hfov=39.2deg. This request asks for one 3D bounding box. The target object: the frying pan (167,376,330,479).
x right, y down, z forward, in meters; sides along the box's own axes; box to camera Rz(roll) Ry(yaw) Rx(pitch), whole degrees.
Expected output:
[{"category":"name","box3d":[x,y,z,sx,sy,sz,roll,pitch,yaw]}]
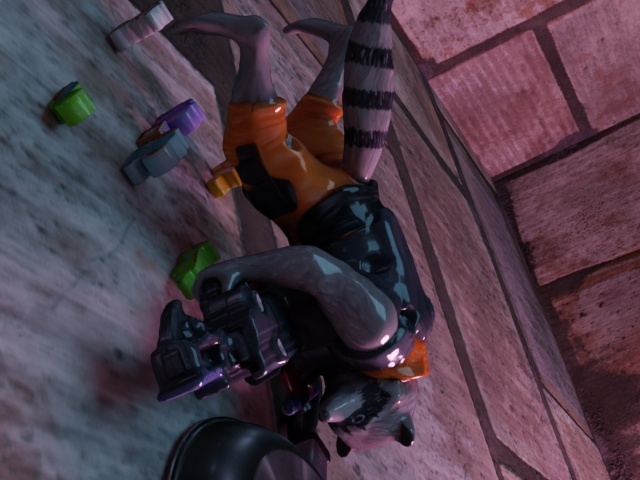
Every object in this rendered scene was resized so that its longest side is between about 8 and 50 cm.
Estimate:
[{"category":"frying pan","box3d":[-0.008,0.201,0.638,0.197,0.053,0.326,67,20,5]}]

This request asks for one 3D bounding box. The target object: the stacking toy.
[{"category":"stacking toy","box3d":[-0.115,-0.079,0.696,0.167,0.052,0.221,57,19,-23]}]

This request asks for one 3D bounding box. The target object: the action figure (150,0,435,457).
[{"category":"action figure","box3d":[0.000,0.000,0.626,0.341,0.179,0.330,-44,120,-77]}]
